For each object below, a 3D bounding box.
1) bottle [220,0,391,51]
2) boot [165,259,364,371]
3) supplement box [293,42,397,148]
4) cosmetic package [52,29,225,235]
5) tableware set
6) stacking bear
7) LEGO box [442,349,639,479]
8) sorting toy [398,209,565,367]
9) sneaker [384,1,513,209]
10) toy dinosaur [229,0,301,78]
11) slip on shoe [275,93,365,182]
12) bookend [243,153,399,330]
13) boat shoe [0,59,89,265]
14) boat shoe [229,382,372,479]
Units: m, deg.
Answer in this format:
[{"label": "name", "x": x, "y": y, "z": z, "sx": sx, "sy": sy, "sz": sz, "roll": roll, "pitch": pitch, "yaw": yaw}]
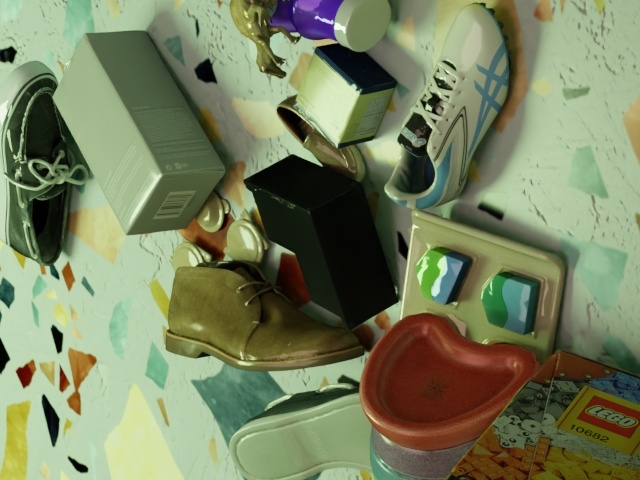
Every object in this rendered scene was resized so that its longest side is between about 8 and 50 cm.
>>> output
[{"label": "bottle", "x": -0.042, "y": -0.291, "z": 1.930, "sx": 0.283, "sy": 0.092, "sz": 0.118, "roll": 35, "pitch": 132, "yaw": 37}, {"label": "boot", "x": -0.075, "y": 0.090, "z": 2.073, "sx": 0.305, "sy": 0.112, "sz": 0.115, "roll": 7, "pitch": 99, "yaw": 42}, {"label": "supplement box", "x": 0.027, "y": -0.161, "z": 1.923, "sx": 0.083, "sy": 0.056, "sz": 0.083, "roll": 46, "pitch": 131, "yaw": 29}, {"label": "cosmetic package", "x": -0.230, "y": -0.136, "z": 2.174, "sx": 0.127, "sy": 0.107, "sz": 0.238, "roll": -53, "pitch": 55, "yaw": 42}, {"label": "tableware set", "x": -0.126, "y": 0.018, "z": 2.181, "sx": 0.141, "sy": 0.020, "sz": 0.168, "roll": 42, "pitch": 129, "yaw": 30}, {"label": "stacking bear", "x": 0.138, "y": 0.248, "z": 1.824, "sx": 0.175, "sy": 0.164, "sz": 0.289, "roll": 20, "pitch": 138, "yaw": 35}, {"label": "LEGO box", "x": 0.195, "y": 0.414, "z": 1.645, "sx": 0.193, "sy": 0.372, "sz": 0.500, "roll": 20, "pitch": 119, "yaw": 20}, {"label": "sorting toy", "x": 0.160, "y": 0.086, "z": 1.846, "sx": 0.193, "sy": 0.038, "sz": 0.208, "roll": 20, "pitch": 117, "yaw": 35}, {"label": "sneaker", "x": 0.130, "y": -0.132, "z": 1.795, "sx": 0.085, "sy": 0.086, "sz": 0.237, "roll": 41, "pitch": 128, "yaw": 35}, {"label": "toy dinosaur", "x": -0.072, "y": -0.249, "z": 1.865, "sx": 0.093, "sy": 0.053, "sz": 0.183, "roll": 10, "pitch": 123, "yaw": 53}, {"label": "slip on shoe", "x": -0.001, "y": -0.112, "z": 1.981, "sx": 0.135, "sy": 0.041, "sz": 0.051, "roll": 56, "pitch": 136, "yaw": 21}, {"label": "bookend", "x": 0.000, "y": 0.000, "z": 1.982, "sx": 0.156, "sy": 0.072, "sz": 0.157, "roll": 25, "pitch": 139, "yaw": 56}, {"label": "boat shoe", "x": -0.381, "y": -0.096, "z": 2.364, "sx": 0.105, "sy": 0.113, "sz": 0.306, "roll": 35, "pitch": 129, "yaw": 28}, {"label": "boat shoe", "x": 0.038, "y": 0.209, "z": 1.990, "sx": 0.303, "sy": 0.091, "sz": 0.114, "roll": -6, "pitch": 112, "yaw": 30}]
